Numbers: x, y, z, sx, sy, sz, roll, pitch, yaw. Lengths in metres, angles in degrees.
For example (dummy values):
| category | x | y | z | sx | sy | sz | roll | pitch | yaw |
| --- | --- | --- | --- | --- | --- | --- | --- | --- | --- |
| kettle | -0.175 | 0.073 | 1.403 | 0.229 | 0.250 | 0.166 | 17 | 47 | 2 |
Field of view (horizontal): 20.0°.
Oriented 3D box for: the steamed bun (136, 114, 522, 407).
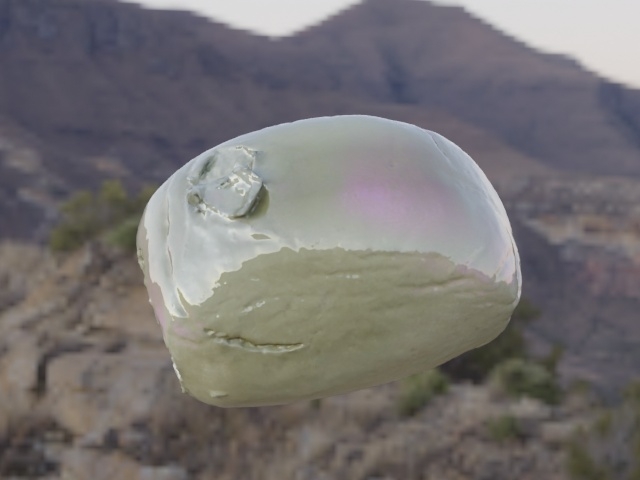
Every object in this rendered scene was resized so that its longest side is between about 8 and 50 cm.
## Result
| category | x | y | z | sx | sy | sz | roll | pitch | yaw |
| --- | --- | --- | --- | --- | --- | --- | --- | --- | --- |
| steamed bun | 0.000 | 0.000 | 1.143 | 0.239 | 0.152 | 0.170 | -15 | 41 | 2 |
